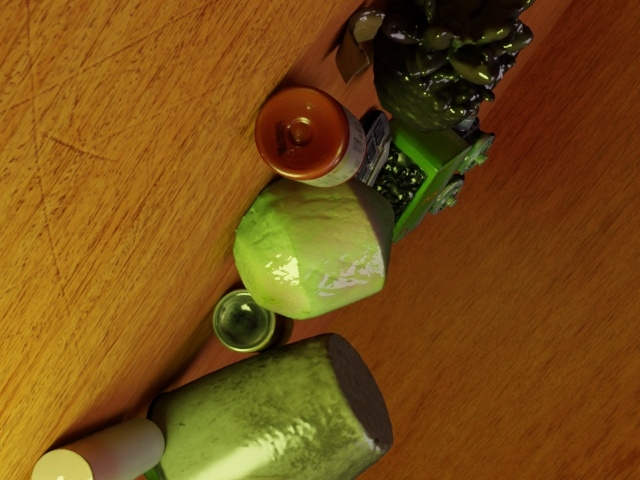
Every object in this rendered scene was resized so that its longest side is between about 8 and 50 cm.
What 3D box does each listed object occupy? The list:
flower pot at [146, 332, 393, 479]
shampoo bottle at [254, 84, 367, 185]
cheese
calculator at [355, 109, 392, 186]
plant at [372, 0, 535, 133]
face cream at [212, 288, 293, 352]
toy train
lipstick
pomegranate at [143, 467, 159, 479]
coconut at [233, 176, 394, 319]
[{"bbox_3d":[-0.069,0.315,1.877,0.330,0.293,0.293,-28,178,12],"label":"flower pot"},{"bbox_3d":[-0.001,-0.117,1.369,0.104,0.104,0.278,-53,173,5],"label":"shampoo bottle"},{"bbox_3d":[0.041,-0.230,1.340,0.060,0.041,0.084,129,-17,-65],"label":"cheese"},{"bbox_3d":[0.071,-0.124,1.926,0.177,0.040,0.268,-64,173,-10],"label":"calculator"},{"bbox_3d":[0.172,-0.264,1.467,0.194,0.182,0.320,-53,179,-15],"label":"plant"},{"bbox_3d":[-0.106,0.143,1.977,0.105,0.105,0.348,-52,172,-1],"label":"face cream"},{"bbox_3d":[0.189,-0.139,2.228,0.249,0.173,0.307,-37,165,-41],"label":"toy train"},{"bbox_3d":[-0.306,0.313,1.621,0.087,0.087,0.327,-53,173,3],"label":"lipstick"},{"bbox_3d":[-0.268,0.383,2.119,0.152,0.131,0.191,-44,148,-17],"label":"pomegranate"},{"bbox_3d":[0.000,0.000,1.587,0.236,0.236,0.204,-52,-146,1],"label":"coconut"}]
